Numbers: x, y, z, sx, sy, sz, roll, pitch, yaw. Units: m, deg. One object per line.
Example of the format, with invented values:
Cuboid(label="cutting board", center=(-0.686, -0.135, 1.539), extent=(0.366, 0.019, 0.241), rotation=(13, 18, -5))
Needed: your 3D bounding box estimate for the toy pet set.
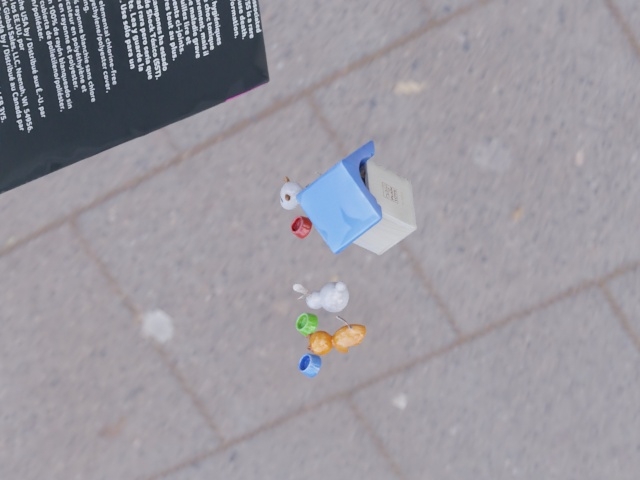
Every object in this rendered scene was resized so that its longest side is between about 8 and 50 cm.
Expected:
Cuboid(label="toy pet set", center=(0.000, 0.000, 1.173), extent=(0.065, 0.122, 0.114), rotation=(24, 134, -34))

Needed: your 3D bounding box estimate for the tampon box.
Cuboid(label="tampon box", center=(-0.120, -0.087, 0.689), extent=(0.120, 0.161, 0.101), rotation=(17, 123, 44))
